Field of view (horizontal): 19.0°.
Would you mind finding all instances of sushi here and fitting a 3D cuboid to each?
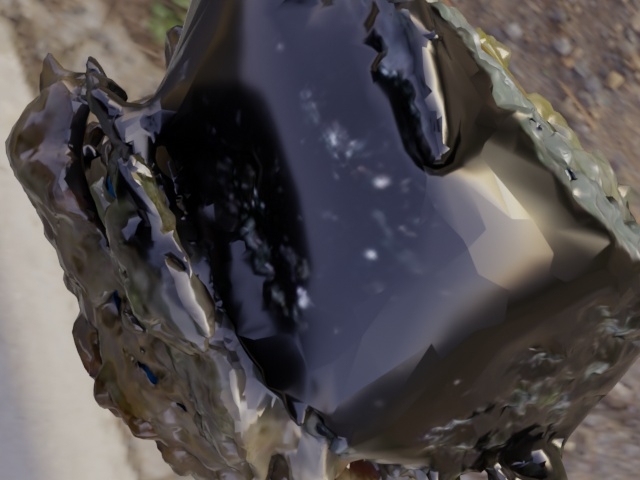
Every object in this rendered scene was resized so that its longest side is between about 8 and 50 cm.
[{"bbox_3d":[-0.004,0.003,0.698,0.218,0.225,0.238,-34,53,16],"label":"sushi"}]
